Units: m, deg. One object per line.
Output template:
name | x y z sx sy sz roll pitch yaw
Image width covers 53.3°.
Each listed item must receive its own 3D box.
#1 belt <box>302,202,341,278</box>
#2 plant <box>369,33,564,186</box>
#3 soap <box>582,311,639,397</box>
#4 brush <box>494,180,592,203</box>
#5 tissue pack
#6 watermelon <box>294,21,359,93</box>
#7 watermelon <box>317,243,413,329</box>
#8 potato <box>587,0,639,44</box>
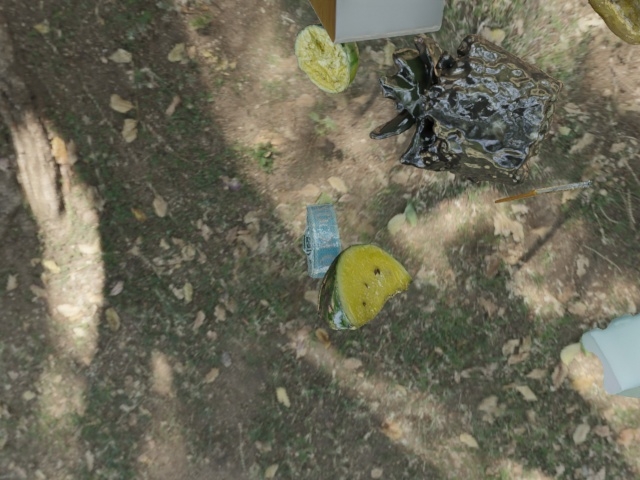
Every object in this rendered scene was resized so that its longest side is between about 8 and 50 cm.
belt | 0.001 0.006 1.426 0.082 0.163 0.148 -1 111 -5
plant | 0.216 -0.206 0.982 0.276 0.188 0.199 24 72 24
soap | 0.620 0.192 1.100 0.208 0.347 0.115 -33 57 33
brush | 0.454 -0.099 1.367 0.090 0.314 0.017 -8 89 -10
tissue pack | 0.065 -0.375 0.728 0.135 0.159 0.246 -8 133 -11
watermelon | 0.017 -0.268 0.922 0.105 0.062 0.105 33 144 27
watermelon | 0.075 0.086 1.194 0.129 0.301 0.123 31 116 17
potato | 0.276 -0.214 0.578 0.040 0.051 0.083 -44 101 2
